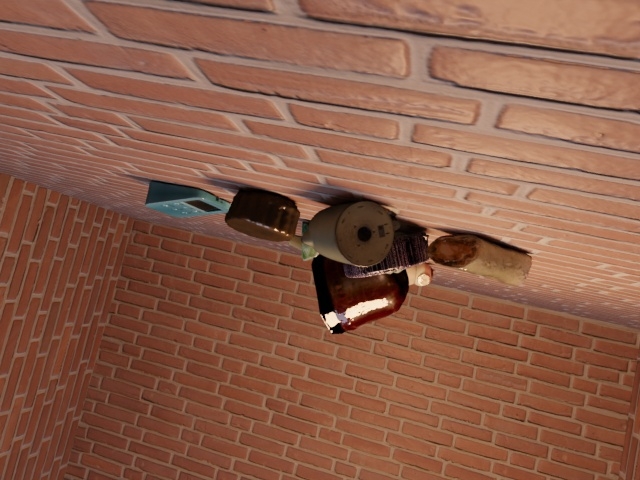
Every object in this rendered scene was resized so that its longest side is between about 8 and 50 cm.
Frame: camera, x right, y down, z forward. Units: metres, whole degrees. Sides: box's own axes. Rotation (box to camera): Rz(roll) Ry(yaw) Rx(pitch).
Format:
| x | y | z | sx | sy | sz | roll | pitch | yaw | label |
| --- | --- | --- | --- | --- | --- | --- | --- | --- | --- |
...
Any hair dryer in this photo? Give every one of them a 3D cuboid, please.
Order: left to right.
| x | y | z | sx | sy | sz | roll | pitch | yaw | label |
| --- | --- | --- | --- | --- | --- | --- | --- | --- | --- |
| -0.044 | 0.018 | 2.405 | 0.295 | 0.119 | 0.298 | 14 | 160 | 32 | hair dryer |

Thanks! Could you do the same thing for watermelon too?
| x | y | z | sx | sy | sz | roll | pitch | yaw | label |
| --- | --- | --- | --- | --- | --- | --- | --- | --- | --- |
| 0.000 | 0.000 | 1.937 | 0.094 | 0.154 | 0.241 | 11 | -172 | 16 | watermelon |

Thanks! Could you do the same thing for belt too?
| x | y | z | sx | sy | sz | roll | pitch | yaw | label |
| --- | --- | --- | --- | --- | --- | --- | --- | --- | --- |
| 0.197 | 0.046 | 1.543 | 0.260 | 0.122 | 0.325 | -14 | 179 | -7 | belt |

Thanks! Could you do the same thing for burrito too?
| x | y | z | sx | sy | sz | roll | pitch | yaw | label |
| --- | --- | --- | --- | --- | --- | --- | --- | --- | --- |
| 0.469 | 0.056 | 1.437 | 0.299 | 0.105 | 0.143 | 15 | 169 | -27 | burrito |

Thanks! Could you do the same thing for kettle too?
| x | y | z | sx | sy | sz | roll | pitch | yaw | label |
| --- | --- | --- | --- | --- | --- | --- | --- | --- | --- |
| 0.094 | -0.024 | 1.348 | 0.240 | 0.165 | 0.255 | -15 | -175 | -20 | kettle |

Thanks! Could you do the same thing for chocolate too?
| x | y | z | sx | sy | sz | roll | pitch | yaw | label |
| --- | --- | --- | --- | --- | --- | --- | --- | --- | --- |
| 0.186 | 0.179 | 2.019 | 0.331 | 0.384 | 0.383 | -14 | 164 | 20 | chocolate |

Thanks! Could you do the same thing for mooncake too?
| x | y | z | sx | sy | sz | roll | pitch | yaw | label |
| --- | --- | --- | --- | --- | --- | --- | --- | --- | --- |
| -0.175 | -0.080 | 1.526 | 0.228 | 0.124 | 0.228 | 15 | 169 | 3 | mooncake |

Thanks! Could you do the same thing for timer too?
| x | y | z | sx | sy | sz | roll | pitch | yaw | label |
| --- | --- | --- | --- | --- | --- | --- | --- | --- | --- |
| -0.479 | -0.137 | 1.812 | 0.249 | 0.092 | 0.232 | 7 | 172 | 21 | timer |

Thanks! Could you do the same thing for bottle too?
| x | y | z | sx | sy | sz | roll | pitch | yaw | label |
| --- | --- | --- | --- | --- | --- | --- | --- | --- | --- |
| 0.423 | 0.155 | 2.352 | 0.236 | 0.148 | 0.147 | 5 | 174 | 4 | bottle |
